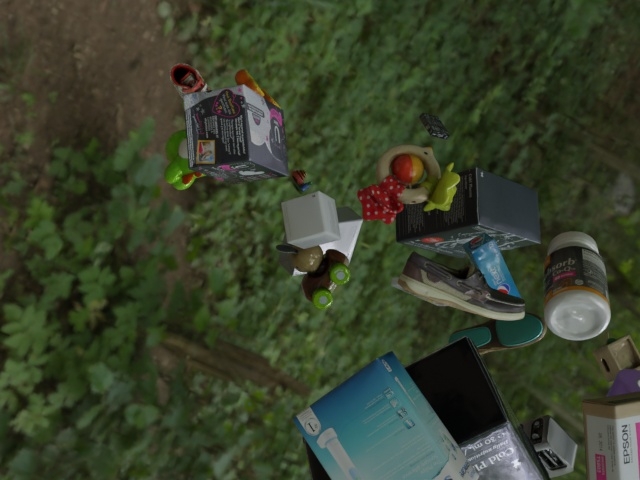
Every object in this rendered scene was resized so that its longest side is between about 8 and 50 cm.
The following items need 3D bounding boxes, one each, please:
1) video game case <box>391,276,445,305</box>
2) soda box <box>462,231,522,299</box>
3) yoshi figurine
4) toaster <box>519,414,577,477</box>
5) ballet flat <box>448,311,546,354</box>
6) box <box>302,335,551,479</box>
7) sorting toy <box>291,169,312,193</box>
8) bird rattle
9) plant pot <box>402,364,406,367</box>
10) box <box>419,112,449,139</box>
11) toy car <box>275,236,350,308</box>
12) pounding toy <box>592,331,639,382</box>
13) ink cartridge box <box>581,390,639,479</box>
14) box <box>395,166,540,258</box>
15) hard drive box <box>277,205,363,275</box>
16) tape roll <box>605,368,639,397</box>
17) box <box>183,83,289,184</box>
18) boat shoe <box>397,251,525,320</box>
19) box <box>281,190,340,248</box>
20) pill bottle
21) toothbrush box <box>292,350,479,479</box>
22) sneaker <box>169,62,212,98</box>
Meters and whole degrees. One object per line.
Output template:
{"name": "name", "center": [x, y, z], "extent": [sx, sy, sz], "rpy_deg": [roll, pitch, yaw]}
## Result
{"name": "video game case", "center": [0.323, 0.129, 1.985], "extent": [0.206, 0.227, 0.026], "rpy_deg": [-4, -109, 40]}
{"name": "soda box", "center": [0.454, 0.088, 2.089], "extent": [0.071, 0.210, 0.067], "rpy_deg": [-30, -161, -3]}
{"name": "yoshi figurine", "center": [-0.297, -0.302, 2.154], "extent": [0.362, 0.203, 0.203], "rpy_deg": [-43, -174, 6]}
{"name": "toaster", "center": [0.690, 0.648, 2.469], "extent": [0.168, 0.186, 0.110], "rpy_deg": [-29, -158, 41]}
{"name": "ballet flat", "center": [0.579, 0.308, 2.544], "extent": [0.342, 0.124, 0.116], "rpy_deg": [-23, -115, 33]}
{"name": "box", "center": [0.282, 0.570, 1.961], "extent": [0.479, 0.472, 0.297], "rpy_deg": [-29, -144, 9]}
{"name": "sorting toy", "center": [-0.056, -0.180, 2.403], "extent": [0.042, 0.061, 0.102], "rpy_deg": [-36, 159, -13]}
{"name": "bird rattle", "center": [0.214, -0.143, 1.983], "extent": [0.143, 0.253, 0.207], "rpy_deg": [81, 1, -62]}
{"name": "plant pot", "center": [0.174, 0.588, 2.607], "extent": [0.247, 0.252, 0.248], "rpy_deg": [114, -37, -51]}
{"name": "box", "center": [0.332, -0.333, 2.313], "extent": [0.018, 0.067, 0.083], "rpy_deg": [-53, -133, 35]}
{"name": "toy car", "center": [-0.037, 0.059, 1.983], "extent": [0.149, 0.188, 0.155], "rpy_deg": [-55, -166, 8]}
{"name": "pounding toy", "center": [0.926, 0.358, 2.494], "extent": [0.100, 0.130, 0.141], "rpy_deg": [-43, -112, 56]}
{"name": "ink cartridge box", "center": [0.627, 0.430, 1.592], "extent": [0.088, 0.193, 0.235], "rpy_deg": [-5, -93, 59]}
{"name": "box", "center": [0.458, -0.075, 2.470], "extent": [0.312, 0.343, 0.179], "rpy_deg": [-15, -110, 44]}
{"name": "hard drive box", "center": [0.000, 0.000, 2.471], "extent": [0.089, 0.232, 0.181], "rpy_deg": [42, -53, 39]}
{"name": "tape roll", "center": [0.788, 0.401, 1.797], "extent": [0.275, 0.274, 0.090], "rpy_deg": [-89, -161, -74]}
{"name": "box", "center": [-0.172, -0.220, 1.684], "extent": [0.247, 0.142, 0.163], "rpy_deg": [13, 71, -74]}
{"name": "boat shoe", "center": [0.310, 0.096, 1.688], "extent": [0.103, 0.285, 0.092], "rpy_deg": [-94, -160, -78]}
{"name": "box", "center": [-0.021, -0.045, 1.801], "extent": [0.087, 0.102, 0.101], "rpy_deg": [24, 54, -63]}
{"name": "pill bottle", "center": [0.657, 0.110, 2.051], "extent": [0.278, 0.162, 0.162], "rpy_deg": [-73, -171, -50]}
{"name": "toothbrush box", "center": [0.125, 0.395, 1.513], "extent": [0.216, 0.295, 0.126], "rpy_deg": [-39, 167, 14]}
{"name": "sneaker", "center": [-0.343, -0.414, 2.354], "extent": [0.090, 0.270, 0.145], "rpy_deg": [-45, 171, -4]}
